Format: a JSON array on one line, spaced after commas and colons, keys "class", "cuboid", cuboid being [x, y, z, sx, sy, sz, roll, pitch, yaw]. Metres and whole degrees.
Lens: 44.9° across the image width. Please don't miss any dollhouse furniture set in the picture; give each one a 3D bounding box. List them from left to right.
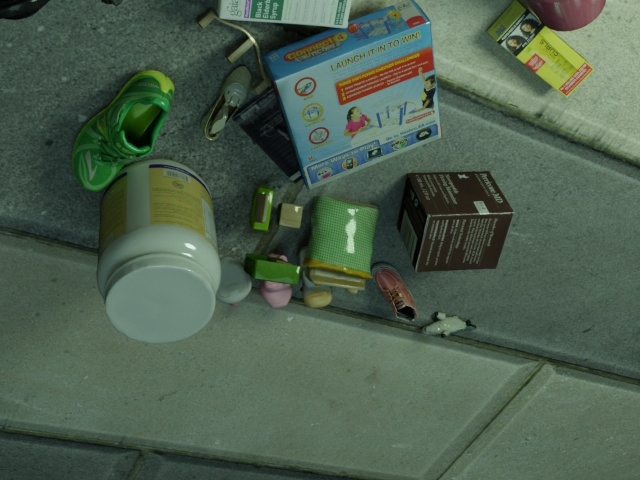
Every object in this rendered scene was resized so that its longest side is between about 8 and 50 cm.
[{"class": "dollhouse furniture set", "cuboid": [0.000, 0.000, 1.687, 0.301, 0.151, 0.198, 9, 91, -16]}]

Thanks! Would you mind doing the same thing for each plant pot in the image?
[{"class": "plant pot", "cuboid": [0.448, -0.491, 1.423, 0.201, 0.201, 0.180, -29, 145, 11]}]

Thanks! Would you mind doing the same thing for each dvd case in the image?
[{"class": "dvd case", "cuboid": [-0.054, -0.234, 1.622, 0.164, 0.018, 0.221, -34, 128, 14]}]

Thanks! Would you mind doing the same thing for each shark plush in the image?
[{"class": "shark plush", "cuboid": [0.353, 0.230, 2.111, 0.161, 0.073, 0.067, -11, 155, -32]}]

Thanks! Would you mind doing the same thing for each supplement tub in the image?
[{"class": "supplement tub", "cuboid": [-0.326, 0.018, 1.560, 0.240, 0.331, 0.241, -7, 131, -8]}]

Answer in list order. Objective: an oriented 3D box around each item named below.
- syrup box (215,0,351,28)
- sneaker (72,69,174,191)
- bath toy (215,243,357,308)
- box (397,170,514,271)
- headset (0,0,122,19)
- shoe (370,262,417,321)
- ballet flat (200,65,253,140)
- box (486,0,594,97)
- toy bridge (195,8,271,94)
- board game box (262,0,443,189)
[{"class": "syrup box", "cuboid": [-0.066, -0.449, 1.386, 0.236, 0.096, 0.093, 0, 130, -15]}, {"class": "sneaker", "cuboid": [-0.391, -0.200, 1.499, 0.109, 0.124, 0.295, 27, 120, -31]}, {"class": "bath toy", "cuboid": [-0.089, 0.092, 1.827, 0.348, 0.129, 0.152, -6, 87, -11]}, {"class": "box", "cuboid": [0.301, -0.045, 1.767, 0.203, 0.169, 0.167, -3, 129, -12]}, {"class": "headset", "cuboid": [-0.494, -0.452, 1.221, 0.393, 0.185, 0.244, 11, 127, -8]}, {"class": "shoe", "cuboid": [0.190, 0.133, 1.948, 0.063, 0.081, 0.178, -31, 130, 13]}, {"class": "ballet flat", "cuboid": [-0.182, -0.268, 1.539, 0.057, 0.052, 0.168, 20, 122, -28]}, {"class": "box", "cuboid": [0.453, -0.390, 1.586, 0.232, 0.058, 0.087, 28, 118, -32]}, {"class": "toy bridge", "cuboid": [-0.152, -0.363, 1.472, 0.063, 0.026, 0.188, -43, 121, -2]}, {"class": "board game box", "cuboid": [0.073, -0.277, 1.519, 0.308, 0.086, 0.302, -21, 141, -3]}]
